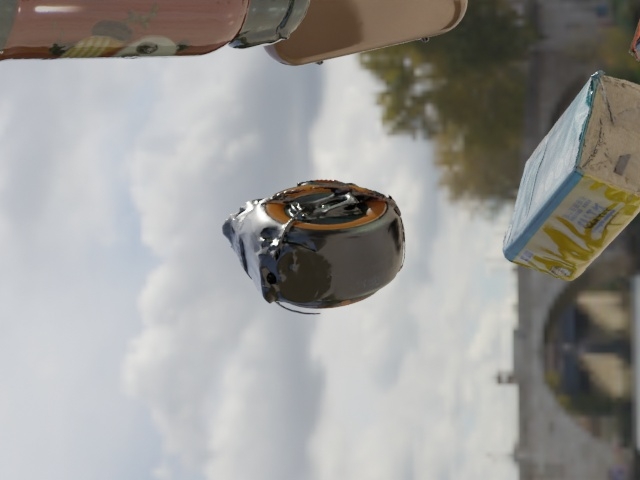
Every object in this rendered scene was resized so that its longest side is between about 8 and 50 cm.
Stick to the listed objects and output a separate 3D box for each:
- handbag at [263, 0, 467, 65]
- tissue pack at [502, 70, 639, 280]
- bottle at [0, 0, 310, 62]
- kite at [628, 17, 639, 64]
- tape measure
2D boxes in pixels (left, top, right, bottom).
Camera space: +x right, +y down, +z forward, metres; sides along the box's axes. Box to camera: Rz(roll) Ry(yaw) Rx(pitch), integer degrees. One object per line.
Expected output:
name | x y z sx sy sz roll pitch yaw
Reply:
handbag | 0.040 -0.401 2.317 0.149 0.302 0.283 -95 -8 -51
tissue pack | 0.376 -0.085 2.331 0.271 0.134 0.192 121 168 -60
bottle | -0.164 -0.230 1.463 0.144 0.336 0.144 13 106 56
kite | 0.366 -0.229 1.683 0.234 0.016 0.321 -41 -45 -45
tape measure | 0.000 0.000 2.178 0.202 0.223 0.135 -128 30 -61
